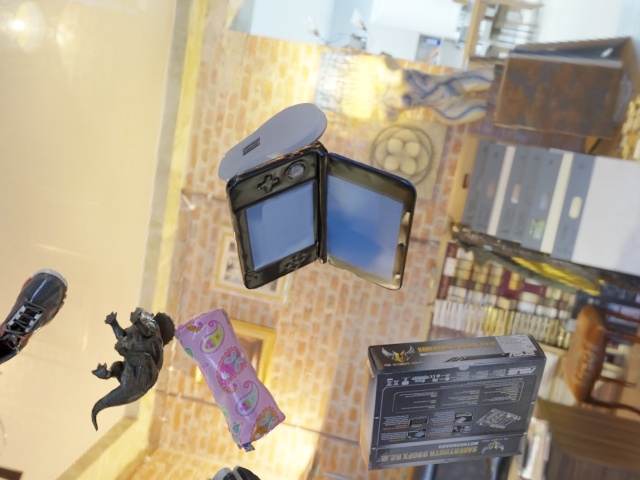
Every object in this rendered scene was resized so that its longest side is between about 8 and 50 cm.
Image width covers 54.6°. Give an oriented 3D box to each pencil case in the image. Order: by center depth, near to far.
[{"bbox_3d":[-0.185,0.276,1.252,0.284,0.124,0.124,61,-170,1],"label":"pencil case"}]

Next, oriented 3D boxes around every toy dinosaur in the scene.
[{"bbox_3d":[-0.368,0.238,1.256,0.160,0.120,0.314,51,-153,-42],"label":"toy dinosaur"}]

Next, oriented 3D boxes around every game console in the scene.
[{"bbox_3d":[0.000,0.000,1.042,0.250,0.173,0.293,-25,-36,-18],"label":"game console"}]

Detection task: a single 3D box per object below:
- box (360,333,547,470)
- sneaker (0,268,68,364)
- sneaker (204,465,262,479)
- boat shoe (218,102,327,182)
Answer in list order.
[{"bbox_3d":[0.175,0.221,0.845,0.056,0.230,0.183,-106,14,-58],"label":"box"},{"bbox_3d":[-0.396,0.110,0.834,0.158,0.061,0.065,-53,21,10],"label":"sneaker"},{"bbox_3d":[-0.189,0.368,0.714,0.292,0.110,0.118,-5,-45,-42],"label":"sneaker"},{"bbox_3d":[-0.075,-0.159,1.136,0.088,0.267,0.096,27,-131,-39],"label":"boat shoe"}]
